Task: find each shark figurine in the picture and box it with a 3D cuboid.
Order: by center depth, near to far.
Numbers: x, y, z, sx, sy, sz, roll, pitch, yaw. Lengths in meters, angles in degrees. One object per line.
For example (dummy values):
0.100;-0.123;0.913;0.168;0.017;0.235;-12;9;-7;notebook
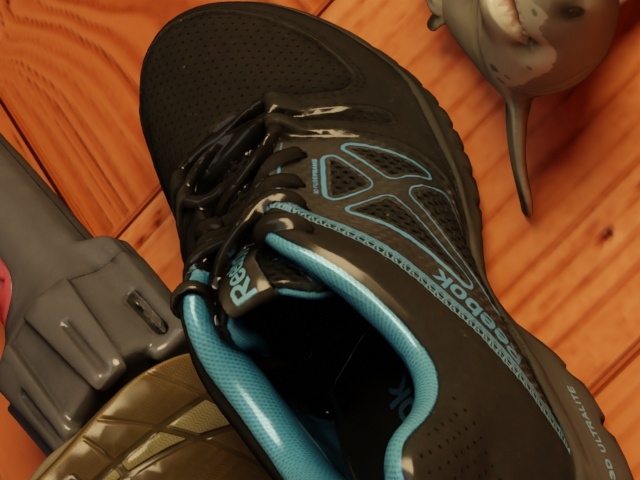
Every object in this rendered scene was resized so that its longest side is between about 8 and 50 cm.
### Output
0.091;-0.130;0.674;0.116;0.166;0.278;-21;39;-1;shark figurine

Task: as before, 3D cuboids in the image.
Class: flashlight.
-0.176;0.000;0.800;0.103;0.103;0.304;-28;53;-22;flashlight

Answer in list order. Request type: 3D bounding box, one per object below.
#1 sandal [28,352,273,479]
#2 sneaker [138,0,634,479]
-0.086;0.111;0.682;0.180;0.049;0.072;-39;89;-17;sandal
0.000;0.000;0.640;0.125;0.139;0.341;-46;51;15;sneaker
